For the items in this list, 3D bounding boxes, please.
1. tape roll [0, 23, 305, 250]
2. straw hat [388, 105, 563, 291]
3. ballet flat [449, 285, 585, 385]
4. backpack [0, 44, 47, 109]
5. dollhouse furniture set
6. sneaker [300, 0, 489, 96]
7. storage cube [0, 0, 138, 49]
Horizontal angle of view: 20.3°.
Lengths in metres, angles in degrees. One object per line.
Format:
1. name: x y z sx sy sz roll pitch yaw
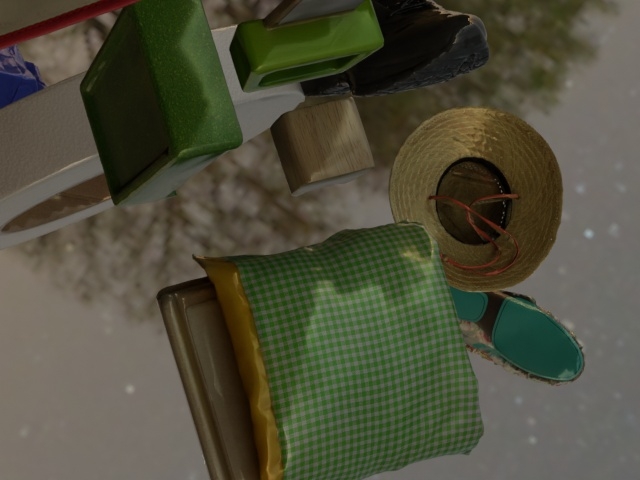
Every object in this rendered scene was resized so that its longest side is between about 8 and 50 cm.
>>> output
1. tape roll: -0.202 -0.078 1.573 0.392 0.072 0.392 -23 177 -1
2. straw hat: 0.116 -0.027 1.384 0.144 0.144 0.061 -59 179 -10
3. ballet flat: 0.183 0.091 2.003 0.091 0.241 0.077 -63 -177 -10
4. backpack: -0.309 -0.139 1.655 0.098 0.101 0.120 -57 -139 16
5. dollhouse furniture set: 0.000 0.000 1.075 0.197 0.301 0.151 -15 173 -23
6. sneaker: 0.048 -0.197 1.624 0.109 0.130 0.286 -15 -169 -29
7. storage cube: -0.167 -0.212 0.792 0.215 0.183 0.193 -14 -110 27
